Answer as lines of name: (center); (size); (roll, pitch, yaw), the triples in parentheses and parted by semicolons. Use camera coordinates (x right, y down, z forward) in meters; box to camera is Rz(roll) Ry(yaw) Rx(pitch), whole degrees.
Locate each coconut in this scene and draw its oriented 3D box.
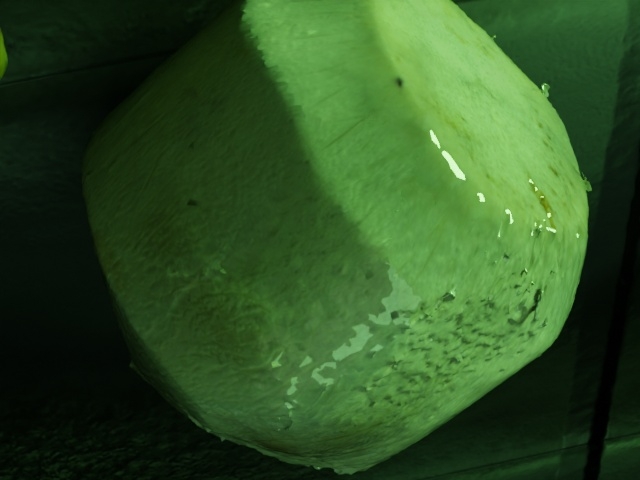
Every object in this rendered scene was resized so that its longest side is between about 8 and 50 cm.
coconut: (0.000, 0.000, 0.910); (0.245, 0.245, 0.247); (25, 127, -40)

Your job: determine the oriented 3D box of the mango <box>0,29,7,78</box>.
mango: (-0.302, -0.072, 0.763); (0.317, 0.173, 0.211); (-18, 144, -10)
